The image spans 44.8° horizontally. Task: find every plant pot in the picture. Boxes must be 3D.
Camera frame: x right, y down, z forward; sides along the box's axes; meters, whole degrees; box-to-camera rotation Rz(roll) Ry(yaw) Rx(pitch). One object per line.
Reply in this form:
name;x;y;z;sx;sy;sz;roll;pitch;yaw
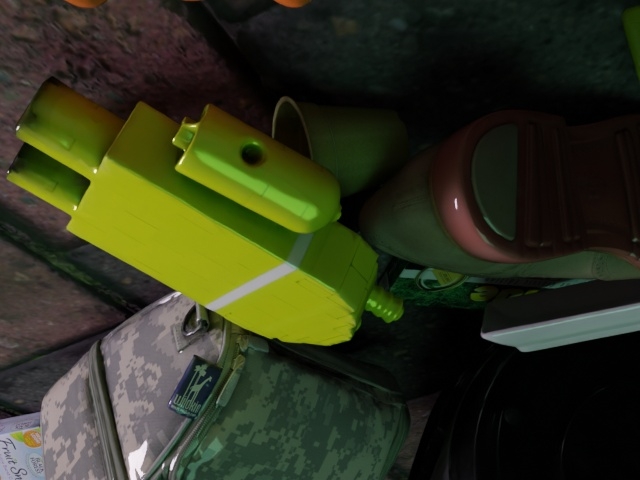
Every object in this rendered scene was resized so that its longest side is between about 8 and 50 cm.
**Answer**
plant pot;0.016;-0.062;0.540;0.079;0.083;0.083;-10;147;-20

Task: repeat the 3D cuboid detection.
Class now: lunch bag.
lunch bag;-0.084;0.183;0.762;0.256;0.212;0.305;-42;135;17

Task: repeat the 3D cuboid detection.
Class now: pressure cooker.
pressure cooker;0.282;0.307;0.832;0.370;0.375;0.420;1;151;-1

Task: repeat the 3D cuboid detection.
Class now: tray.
tray;0.273;0.049;0.650;0.271;0.030;0.145;-14;-179;15

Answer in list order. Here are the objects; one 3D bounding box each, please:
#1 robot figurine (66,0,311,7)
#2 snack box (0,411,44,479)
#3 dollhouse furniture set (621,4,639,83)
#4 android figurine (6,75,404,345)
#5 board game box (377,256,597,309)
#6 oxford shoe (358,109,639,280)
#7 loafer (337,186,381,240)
robot figurine;-0.073;-0.183;0.300;0.158;0.128;0.219;-21;145;37
snack box;-0.370;0.260;0.910;0.141;0.037;0.100;-12;114;5
dollhouse furniture set;0.329;-0.140;0.494;0.198;0.151;0.302;-7;169;36
android figurine;-0.072;-0.005;0.523;0.273;0.056;0.248;29;156;-14
board game box;0.197;0.023;0.731;0.260;0.030;0.136;4;146;-17
oxford shoe;0.183;-0.027;0.590;0.348;0.122;0.130;7;166;-36
loafer;0.000;0.000;0.639;0.061;0.062;0.170;9;151;-41
